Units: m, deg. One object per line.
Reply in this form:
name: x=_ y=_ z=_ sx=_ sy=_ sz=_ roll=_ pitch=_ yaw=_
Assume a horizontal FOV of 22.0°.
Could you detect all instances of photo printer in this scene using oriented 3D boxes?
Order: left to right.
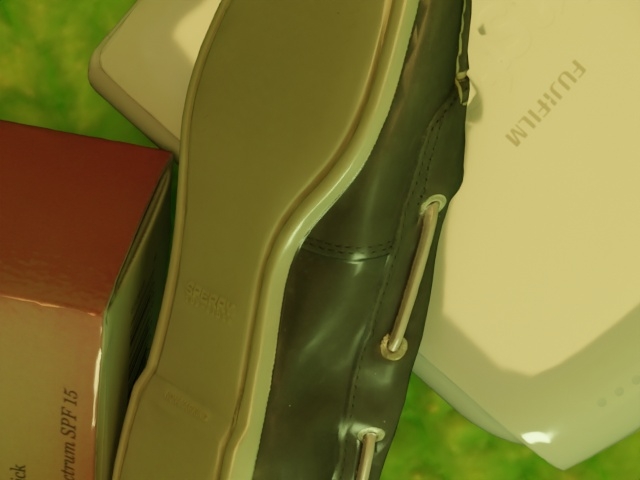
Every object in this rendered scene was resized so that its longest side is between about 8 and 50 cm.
photo printer: x=0.087 y=-0.068 z=0.749 sx=0.307 sy=0.107 sz=0.256 roll=42 pitch=94 yaw=2

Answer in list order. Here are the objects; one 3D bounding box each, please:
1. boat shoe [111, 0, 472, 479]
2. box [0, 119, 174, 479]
boat shoe: x=0.000 y=0.000 z=0.673 sx=0.112 sy=0.095 sz=0.335 roll=33 pitch=112 yaw=44
box: x=-0.193 y=0.030 z=0.734 sx=0.232 sy=0.127 sz=0.148 roll=10 pitch=127 yaw=4
